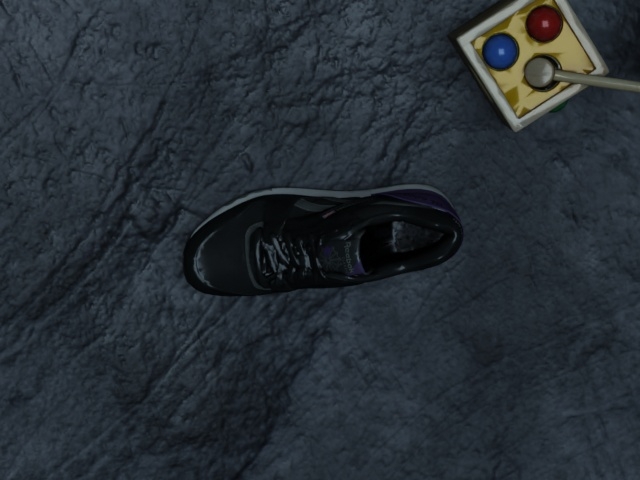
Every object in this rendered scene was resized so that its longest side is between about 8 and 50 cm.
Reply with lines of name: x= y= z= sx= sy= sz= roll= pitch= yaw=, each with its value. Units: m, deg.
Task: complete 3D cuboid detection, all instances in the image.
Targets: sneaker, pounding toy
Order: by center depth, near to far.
pounding toy: x=0.221 y=-0.175 z=1.377 sx=0.130 sy=0.100 sz=0.141 roll=-33 pitch=100 yaw=4
sneaker: x=0.000 y=0.000 z=1.389 sx=0.283 sy=0.124 sz=0.107 roll=-11 pitch=101 yaw=0
